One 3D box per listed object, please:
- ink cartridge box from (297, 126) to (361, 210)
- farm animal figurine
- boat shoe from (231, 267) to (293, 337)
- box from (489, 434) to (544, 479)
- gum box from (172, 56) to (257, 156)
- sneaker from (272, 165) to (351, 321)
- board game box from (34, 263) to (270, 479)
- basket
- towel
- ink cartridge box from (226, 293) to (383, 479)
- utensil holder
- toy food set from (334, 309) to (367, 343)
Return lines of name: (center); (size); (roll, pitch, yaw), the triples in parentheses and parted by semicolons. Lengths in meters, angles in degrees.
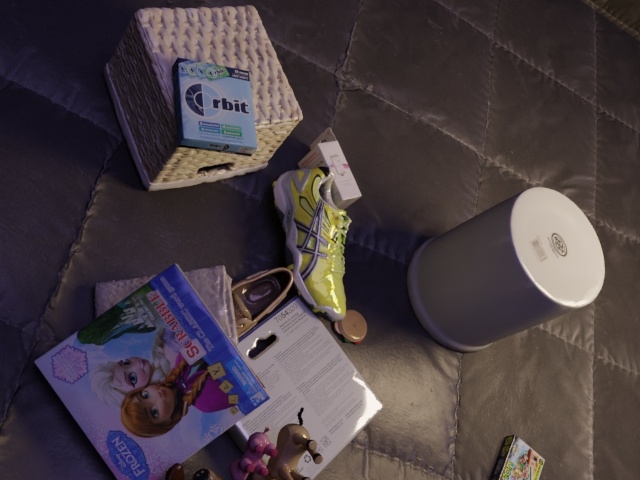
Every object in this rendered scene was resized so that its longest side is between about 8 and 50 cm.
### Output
ink cartridge box: (0.013, -0.172, 1.876); (0.067, 0.115, 0.198); (-15, 77, -36)
farm animal figurine: (-0.159, 0.502, 1.413); (0.330, 0.172, 0.327); (-13, 105, -27)
boat shoe: (-0.201, 0.153, 1.598); (0.341, 0.110, 0.121); (-37, 91, -35)
box: (0.485, 0.608, 1.871); (0.114, 0.036, 0.207); (41, 54, -10)
gum box: (-0.212, -0.267, 1.493); (0.157, 0.041, 0.184); (5, 65, -29)
sneaker: (0.000, 0.000, 1.747); (0.145, 0.147, 0.384); (11, 60, -66)
board game box: (-0.314, 0.262, 1.415); (0.318, 0.066, 0.318); (-36, 90, -6)
basket: (-0.266, -0.330, 1.682); (0.328, 0.266, 0.331); (-15, 76, -35)
towel: (-0.313, 0.156, 1.507); (0.282, 0.049, 0.187); (-7, 68, -6)
ink cartridge box: (-0.065, 0.336, 1.631); (0.324, 0.071, 0.330); (-35, 86, -38)
utensil holder: (0.461, 0.078, 1.875); (0.327, 0.385, 0.327); (14, 62, -27)
toy food set: (0.077, 0.209, 1.805); (0.082, 0.020, 0.083); (47, 52, -6)
